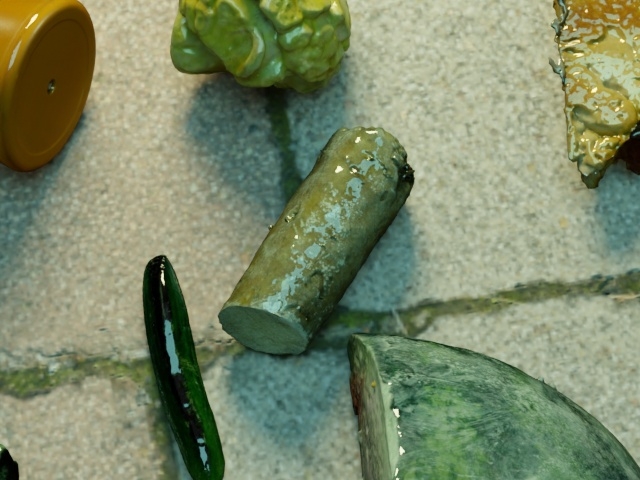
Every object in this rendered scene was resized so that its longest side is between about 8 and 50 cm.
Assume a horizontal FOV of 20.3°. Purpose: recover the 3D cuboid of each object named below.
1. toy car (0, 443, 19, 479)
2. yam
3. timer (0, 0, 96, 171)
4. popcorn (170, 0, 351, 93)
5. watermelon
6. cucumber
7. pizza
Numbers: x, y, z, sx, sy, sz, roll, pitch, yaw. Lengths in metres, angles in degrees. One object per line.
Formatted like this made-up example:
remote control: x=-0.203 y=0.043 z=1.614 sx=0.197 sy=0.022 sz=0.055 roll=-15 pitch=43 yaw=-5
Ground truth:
toy car: x=-0.360 y=0.209 z=1.180 sx=0.320 sy=0.097 sz=0.141 roll=-6 pitch=54 yaw=-4
yam: x=0.000 y=0.000 z=1.291 sx=0.078 sy=0.078 sz=0.179 roll=32 pitch=72 yaw=8
timer: x=-0.261 y=-0.133 z=1.311 sx=0.152 sy=0.132 sz=0.132 roll=19 pitch=71 yaw=16
popcorn: x=-0.038 y=-0.177 z=1.322 sx=0.162 sy=0.135 sz=0.141 roll=-34 pitch=68 yaw=-11
watermelon: x=0.120 y=0.206 z=1.214 sx=0.289 sy=0.214 sz=0.320 roll=18 pitch=24 yaw=-29
cucumber: x=-0.102 y=0.093 z=1.278 sx=0.036 sy=0.033 sz=0.184 roll=-21 pitch=70 yaw=10
pizza: x=0.226 y=-0.126 z=1.350 sx=0.154 sy=0.069 sz=0.194 roll=18 pitch=78 yaw=4
